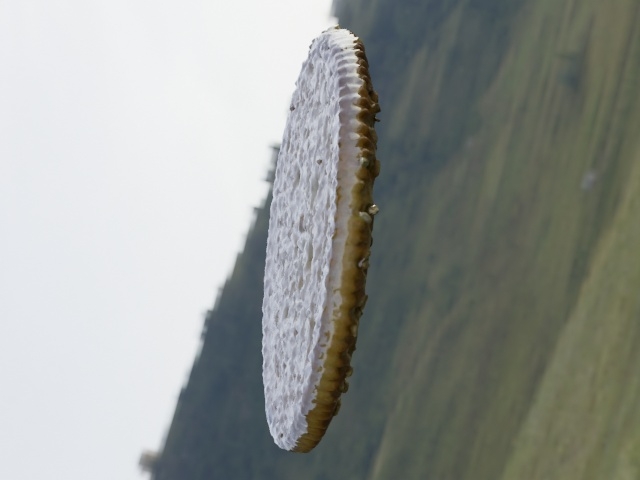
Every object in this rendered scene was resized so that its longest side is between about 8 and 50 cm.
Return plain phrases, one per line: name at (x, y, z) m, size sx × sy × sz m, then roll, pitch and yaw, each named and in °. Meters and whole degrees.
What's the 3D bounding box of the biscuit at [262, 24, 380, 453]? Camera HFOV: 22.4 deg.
biscuit at (0.000, 0.000, 1.140) m, size 0.305 × 0.038 × 0.305 m, roll -174°, pitch 90°, yaw -80°
